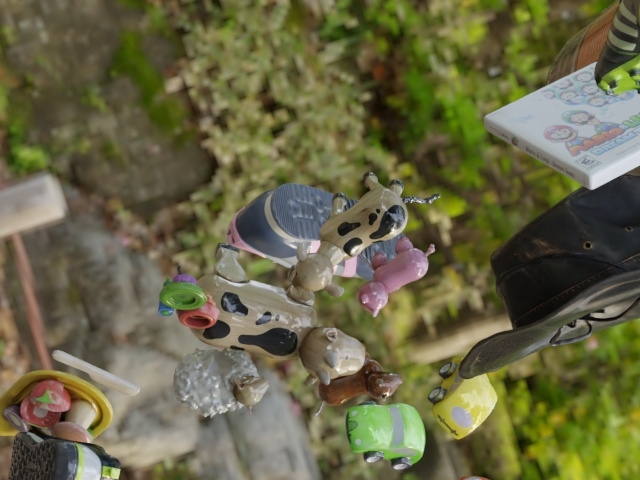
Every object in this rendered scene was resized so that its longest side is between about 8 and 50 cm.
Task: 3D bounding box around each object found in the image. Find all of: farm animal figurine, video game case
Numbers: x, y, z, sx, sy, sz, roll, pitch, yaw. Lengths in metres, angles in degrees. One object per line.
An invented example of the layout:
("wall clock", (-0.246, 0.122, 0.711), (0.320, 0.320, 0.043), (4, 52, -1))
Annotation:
("farm animal figurine", (-0.021, 0.086, 2.118), (0.172, 0.327, 0.330), (-92, -176, -63))
("video game case", (0.247, -0.107, 1.492), (0.143, 0.157, 0.019), (36, -35, 47))

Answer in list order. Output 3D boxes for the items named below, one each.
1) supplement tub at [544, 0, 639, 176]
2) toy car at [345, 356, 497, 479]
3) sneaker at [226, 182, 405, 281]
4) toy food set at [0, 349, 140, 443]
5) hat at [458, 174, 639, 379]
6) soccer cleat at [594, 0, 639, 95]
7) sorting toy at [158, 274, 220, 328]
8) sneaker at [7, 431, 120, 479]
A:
("supplement tub", (0.363, -0.164, 1.739), (0.338, 0.207, 0.207), (141, -69, -79))
("toy car", (0.122, 0.214, 1.808), (0.225, 0.053, 0.239), (18, 55, -40))
("sneaker", (0.000, 0.000, 2.500), (0.319, 0.131, 0.112), (23, 54, -43))
("toy food set", (-0.330, 0.227, 2.121), (0.128, 0.218, 0.071), (31, 48, -16))
("hat", (0.266, 0.016, 1.667), (0.331, 0.331, 0.134), (65, 3, -76))
("soccer cleat", (0.250, -0.167, 1.309), (0.179, 0.060, 0.072), (108, -22, -70))
("sorting toy", (-0.146, 0.059, 1.868), (0.102, 0.061, 0.042), (66, 22, -58))
("sneaker", (-0.300, 0.275, 2.012), (0.235, 0.097, 0.084), (-5, -105, 63))
